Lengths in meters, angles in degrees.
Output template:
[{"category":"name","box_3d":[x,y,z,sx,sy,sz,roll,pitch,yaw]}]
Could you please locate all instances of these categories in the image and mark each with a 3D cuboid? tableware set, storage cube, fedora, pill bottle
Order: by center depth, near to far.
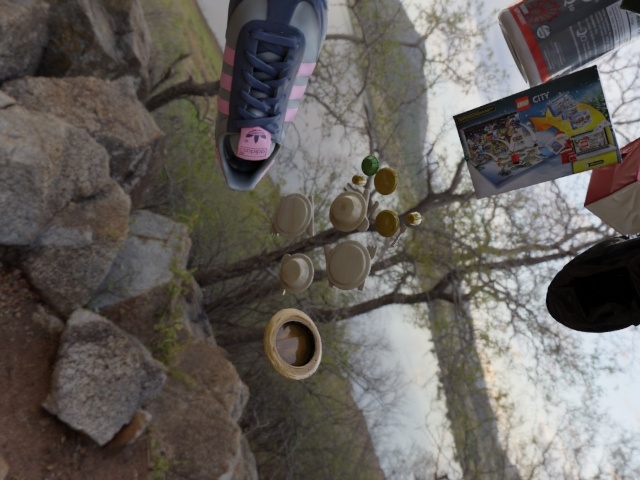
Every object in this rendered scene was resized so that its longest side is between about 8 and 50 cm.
[{"category":"tableware set","box_3d":[0.000,0.000,0.646,0.020,0.169,0.141,25,64,-56]},{"category":"tableware set","box_3d":[0.109,-0.073,0.847,0.024,0.104,0.154,-4,44,-52]},{"category":"pill bottle","box_3d":[0.607,-0.512,1.083,0.210,0.363,0.210,47,29,-36]},{"category":"fedora","box_3d":[-0.084,0.270,1.254,0.194,0.079,0.194,23,56,-39]},{"category":"storage cube","box_3d":[0.929,-0.151,1.432,0.193,0.215,0.183,-59,-171,-29]}]

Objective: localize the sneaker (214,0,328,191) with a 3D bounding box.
[{"category":"sneaker","box_3d":[-0.062,-0.169,0.564,0.319,0.112,0.131,121,-28,-64]}]

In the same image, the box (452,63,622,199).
[{"category":"box","box_3d":[0.364,-0.177,0.835,0.044,0.233,0.159,-26,100,-58]}]

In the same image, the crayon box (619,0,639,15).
[{"category":"crayon box","box_3d":[0.477,-0.363,0.489,0.202,0.318,0.081,82,-19,-44]}]

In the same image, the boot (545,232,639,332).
[{"category":"boot","box_3d":[0.519,0.061,0.765,0.146,0.445,0.367,60,-33,22]}]
